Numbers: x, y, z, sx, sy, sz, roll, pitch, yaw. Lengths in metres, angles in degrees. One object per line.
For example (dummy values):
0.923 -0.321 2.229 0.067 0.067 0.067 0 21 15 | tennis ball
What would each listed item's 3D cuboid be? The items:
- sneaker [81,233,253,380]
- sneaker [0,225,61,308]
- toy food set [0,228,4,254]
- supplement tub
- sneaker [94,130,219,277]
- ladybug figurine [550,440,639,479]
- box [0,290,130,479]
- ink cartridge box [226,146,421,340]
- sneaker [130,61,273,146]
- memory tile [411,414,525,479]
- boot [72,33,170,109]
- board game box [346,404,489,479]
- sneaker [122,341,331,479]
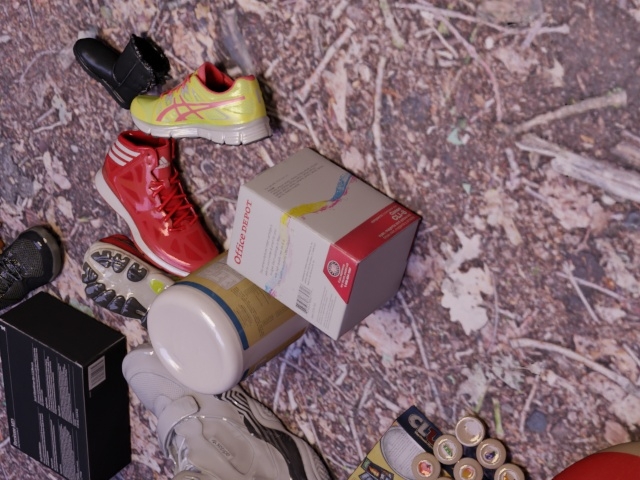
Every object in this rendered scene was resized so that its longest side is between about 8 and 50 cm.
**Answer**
-0.189 0.080 1.834 0.279 0.118 0.107 38 110 -10 | sneaker
-0.481 0.061 2.058 0.227 0.130 0.087 -32 94 45 | sneaker
-0.524 -0.012 2.129 0.078 0.019 0.122 13 123 36 | toy food set
-0.098 0.085 1.675 0.144 0.200 0.144 21 127 31 | supplement tub
-0.204 -0.055 1.770 0.221 0.087 0.128 41 137 14 | sneaker
0.295 0.371 1.426 0.449 0.162 0.305 117 148 -58 | ladybug figurine
-0.395 0.235 2.106 0.184 0.103 0.261 23 129 26 | box
0.000 0.000 1.587 0.176 0.127 0.128 34 134 22 | ink cartridge box
-0.147 -0.173 1.660 0.209 0.081 0.094 7 112 32 | sneaker
0.189 0.295 1.638 0.113 0.012 0.148 -41 79 14 | memory tile
-0.253 -0.231 1.735 0.121 0.045 0.099 49 140 -3 | boot
0.115 0.341 1.756 0.165 0.042 0.243 45 136 12 | board game box
-0.178 0.290 1.864 0.366 0.210 0.137 36 133 20 | sneaker
